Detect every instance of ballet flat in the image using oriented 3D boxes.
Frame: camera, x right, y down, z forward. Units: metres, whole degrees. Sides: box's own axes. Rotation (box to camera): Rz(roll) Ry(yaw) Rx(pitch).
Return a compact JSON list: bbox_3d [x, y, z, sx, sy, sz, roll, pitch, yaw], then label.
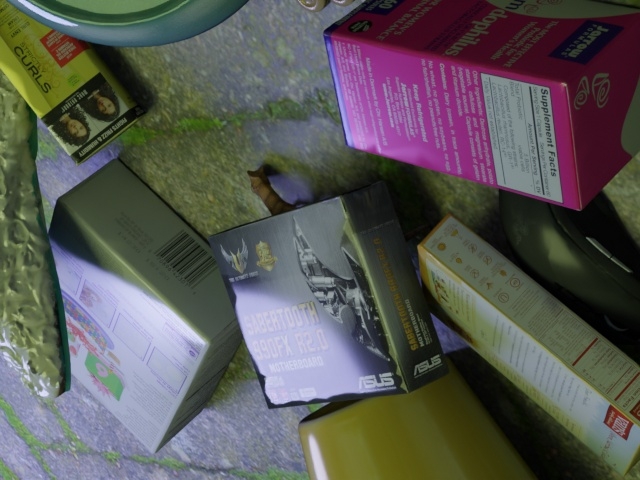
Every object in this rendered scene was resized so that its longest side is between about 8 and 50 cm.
[{"bbox_3d":[-0.361,-0.026,1.571,0.147,0.147,0.408,-7,89,52],"label":"ballet flat"}]

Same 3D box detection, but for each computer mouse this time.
[{"bbox_3d":[0.247,0.036,1.141,0.262,0.060,0.184,54,148,-9],"label":"computer mouse"}]

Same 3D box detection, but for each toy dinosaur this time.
[{"bbox_3d":[0.000,0.000,1.386,0.211,0.064,0.112,27,141,28],"label":"toy dinosaur"}]

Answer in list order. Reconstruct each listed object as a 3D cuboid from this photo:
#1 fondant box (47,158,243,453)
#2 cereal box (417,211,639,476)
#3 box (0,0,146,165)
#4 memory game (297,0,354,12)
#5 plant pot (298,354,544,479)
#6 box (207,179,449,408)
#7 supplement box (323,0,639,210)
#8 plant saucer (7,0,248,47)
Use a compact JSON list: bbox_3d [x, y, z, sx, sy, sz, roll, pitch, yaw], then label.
[{"bbox_3d":[-0.219,0.087,1.701,0.238,0.096,0.330,43,146,9],"label":"fondant box"},{"bbox_3d":[0.187,0.092,1.219,0.240,0.047,0.173,40,168,17],"label":"cereal box"},{"bbox_3d":[-0.286,-0.195,1.483,0.232,0.087,0.058,54,-173,-6],"label":"box"},{"bbox_3d":[-0.026,-0.272,1.181,0.186,0.012,0.186,30,144,26],"label":"memory game"},{"bbox_3d":[0.099,0.251,1.387,0.254,0.254,0.239,-26,87,56],"label":"plant pot"},{"bbox_3d":[0.002,0.056,1.324,0.231,0.056,0.183,-14,96,54],"label":"box"},{"bbox_3d":[0.126,-0.118,1.074,0.220,0.111,0.114,19,137,36],"label":"supplement box"},{"bbox_3d":[-0.178,-0.295,1.146,0.318,0.043,0.317,7,121,11],"label":"plant saucer"}]
